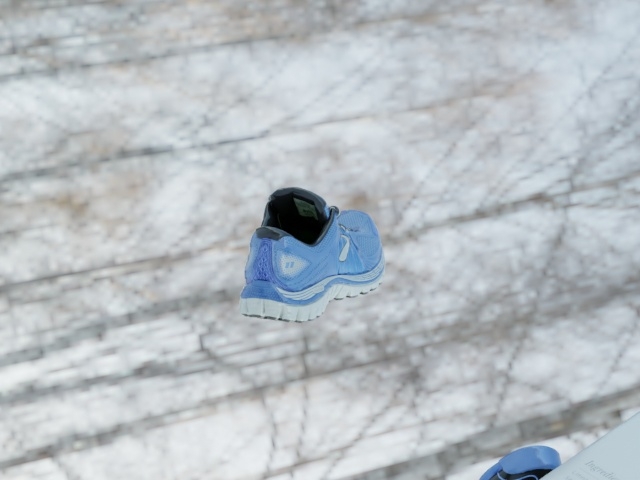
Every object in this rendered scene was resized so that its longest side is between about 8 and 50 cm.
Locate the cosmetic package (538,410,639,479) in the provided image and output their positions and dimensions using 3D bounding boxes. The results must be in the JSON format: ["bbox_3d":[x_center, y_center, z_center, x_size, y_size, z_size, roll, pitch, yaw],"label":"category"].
[{"bbox_3d":[0.327,0.303,1.632,0.161,0.453,0.230,29,-35,54],"label":"cosmetic package"}]

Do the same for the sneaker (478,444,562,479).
[{"bbox_3d":[0.183,0.314,1.825,0.232,0.081,0.090,-54,-147,32],"label":"sneaker"}]

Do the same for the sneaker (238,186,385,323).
[{"bbox_3d":[0.000,0.000,2.251,0.130,0.330,0.147,8,-75,19],"label":"sneaker"}]
